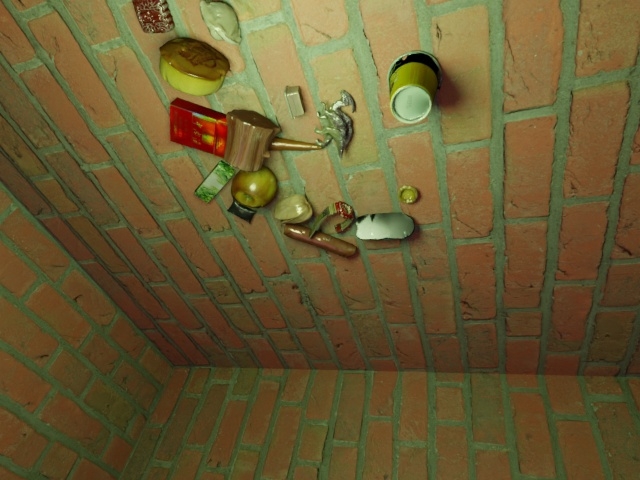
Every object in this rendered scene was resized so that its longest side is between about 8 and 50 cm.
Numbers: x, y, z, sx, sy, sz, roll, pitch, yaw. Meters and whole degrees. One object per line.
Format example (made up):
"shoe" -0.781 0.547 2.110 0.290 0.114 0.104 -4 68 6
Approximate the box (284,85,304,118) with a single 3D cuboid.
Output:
"box" -0.108 -0.587 1.733 0.062 0.089 0.122 -10 131 9

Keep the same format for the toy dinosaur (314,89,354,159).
"toy dinosaur" 0.059 -0.499 1.774 0.161 0.077 0.294 9 134 7

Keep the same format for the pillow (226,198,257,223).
"pillow" -0.433 -0.161 2.253 0.150 0.048 0.090 30 136 -10

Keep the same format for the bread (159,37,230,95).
"bread" -0.499 -0.690 1.623 0.269 0.270 0.148 24 135 -8

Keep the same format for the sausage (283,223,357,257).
"sausage" 0.000 0.000 2.260 0.418 0.094 0.094 20 92 -4

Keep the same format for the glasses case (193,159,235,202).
"glasses case" -0.555 -0.306 2.140 0.095 0.062 0.272 34 133 -25

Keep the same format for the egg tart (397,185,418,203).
"egg tart" 0.417 -0.224 1.965 0.104 0.039 0.105 8 134 8

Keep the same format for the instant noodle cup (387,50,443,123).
"instant noodle cup" 0.345 -0.557 1.532 0.215 0.236 0.216 8 137 8

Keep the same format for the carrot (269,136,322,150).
"carrot" -0.155 -0.446 1.902 0.335 0.069 0.069 4 134 4

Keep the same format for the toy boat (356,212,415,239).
"toy boat" 0.333 -0.066 2.108 0.298 0.135 0.092 -1 169 14

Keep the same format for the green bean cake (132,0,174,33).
"green bean cake" -0.658 -0.890 1.613 0.134 0.056 0.136 1 133 12

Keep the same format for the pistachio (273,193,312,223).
"pistachio" -0.143 -0.151 2.114 0.229 0.157 0.157 -13 129 41

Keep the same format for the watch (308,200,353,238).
"watch" 0.060 -0.092 2.138 0.164 0.102 0.268 11 139 -26

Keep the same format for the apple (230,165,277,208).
"apple" -0.328 -0.261 2.017 0.236 0.208 0.237 10 135 10

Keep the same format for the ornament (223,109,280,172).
"ornament" -0.320 -0.437 1.803 0.235 0.221 0.218 10 120 -22

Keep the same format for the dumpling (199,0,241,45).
"dumpling" -0.382 -0.823 1.551 0.118 0.136 0.199 -26 112 42

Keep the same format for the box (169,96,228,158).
"box" -0.540 -0.516 1.918 0.312 0.089 0.198 18 134 -3
